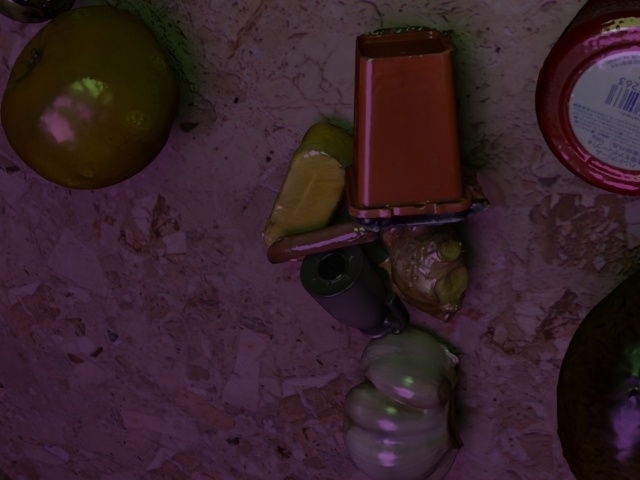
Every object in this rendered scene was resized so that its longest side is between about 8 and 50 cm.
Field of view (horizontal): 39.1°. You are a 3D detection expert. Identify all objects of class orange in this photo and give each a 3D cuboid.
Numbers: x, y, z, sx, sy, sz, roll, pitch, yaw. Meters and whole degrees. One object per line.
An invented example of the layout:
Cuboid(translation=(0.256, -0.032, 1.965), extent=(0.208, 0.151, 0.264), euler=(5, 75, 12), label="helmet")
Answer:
Cuboid(translation=(-0.341, -0.209, 1.349), extent=(0.279, 0.279, 0.235), euler=(-17, 139, 40), label="orange")

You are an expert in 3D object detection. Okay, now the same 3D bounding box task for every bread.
Cuboid(translation=(-0.011, -0.072, 1.363), extent=(0.102, 0.094, 0.245), euler=(26, 135, 2), label="bread")

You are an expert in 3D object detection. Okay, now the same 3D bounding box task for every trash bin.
Cuboid(translation=(0.123, -0.145, 1.165), extent=(0.185, 0.161, 0.238), euler=(-3, 117, -1), label="trash bin")

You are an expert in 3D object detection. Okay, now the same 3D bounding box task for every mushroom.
Cuboid(translation=(0.461, 0.215, 1.078), extent=(0.331, 0.334, 0.356), euler=(-44, 52, 14), label="mushroom")

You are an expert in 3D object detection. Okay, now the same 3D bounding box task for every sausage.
Cuboid(translation=(0.000, 0.000, 1.337), extent=(0.186, 0.043, 0.043), euler=(-14, 116, 23), label="sausage")

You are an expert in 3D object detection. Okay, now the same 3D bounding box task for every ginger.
Cuboid(translation=(0.153, 0.027, 1.322), extent=(0.157, 0.102, 0.216), euler=(41, 152, 44), label="ginger")

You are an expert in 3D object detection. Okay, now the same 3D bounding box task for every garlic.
Cuboid(translation=(0.119, 0.295, 1.494), extent=(0.203, 0.185, 0.281), euler=(10, 128, 35), label="garlic")

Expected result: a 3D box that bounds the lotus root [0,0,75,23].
Cuboid(translation=(-0.493, -0.449, 1.343), extent=(0.309, 0.173, 0.173), euler=(37, 135, 2), label="lotus root")

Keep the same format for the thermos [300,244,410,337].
Cuboid(translation=(0.068, 0.091, 1.397), extent=(0.137, 0.105, 0.193), euler=(12, 154, 34), label="thermos")

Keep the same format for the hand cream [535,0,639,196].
Cuboid(translation=(0.361, -0.172, 0.999), extent=(0.230, 0.149, 0.230), euler=(16, 128, 21), label="hand cream")
